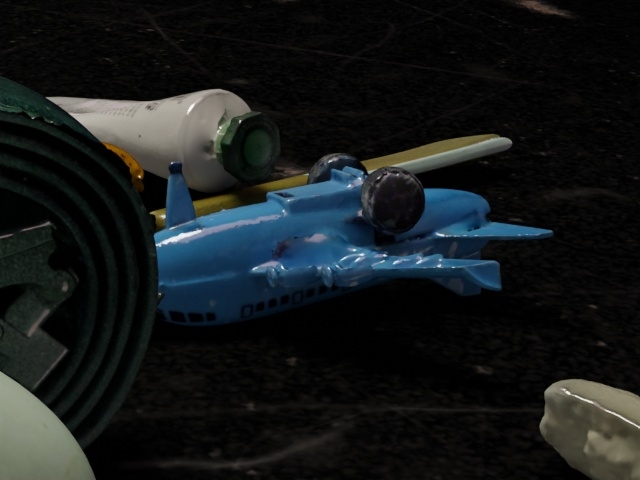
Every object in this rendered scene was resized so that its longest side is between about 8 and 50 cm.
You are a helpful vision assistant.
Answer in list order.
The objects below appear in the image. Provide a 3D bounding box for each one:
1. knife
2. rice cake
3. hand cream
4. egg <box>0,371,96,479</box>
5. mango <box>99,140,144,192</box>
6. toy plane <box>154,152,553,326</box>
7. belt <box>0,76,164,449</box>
[{"bbox_3d":[0.020,-0.044,1.086,0.343,0.027,0.061,-16,11,-37],"label":"knife"},{"bbox_3d":[0.215,0.131,0.673,0.256,0.052,0.057,25,-4,40],"label":"rice cake"},{"bbox_3d":[-0.166,-0.091,1.115,0.336,0.076,0.121,12,17,42],"label":"hand cream"},{"bbox_3d":[-0.207,0.105,0.490,0.264,0.182,0.183,4,21,-21],"label":"egg"},{"bbox_3d":[-0.178,-0.025,0.946,0.127,0.077,0.063,-17,28,-29],"label":"mango"},{"bbox_3d":[0.000,0.000,0.896,0.271,0.105,0.254,-1,9,-24],"label":"toy plane"},{"bbox_3d":[-0.210,0.025,0.654,0.268,0.206,0.116,-12,24,-21],"label":"belt"}]
